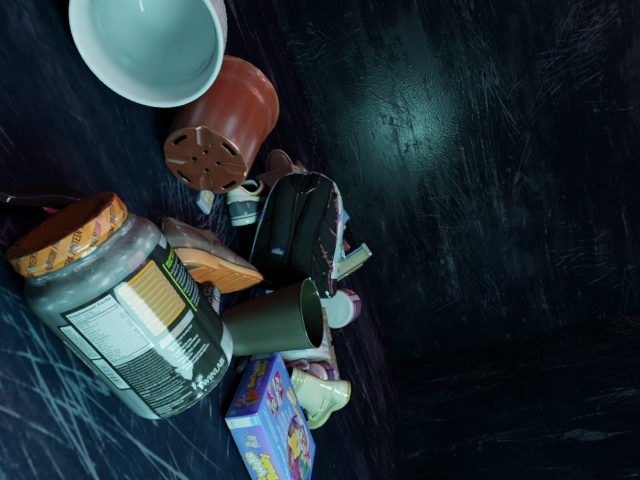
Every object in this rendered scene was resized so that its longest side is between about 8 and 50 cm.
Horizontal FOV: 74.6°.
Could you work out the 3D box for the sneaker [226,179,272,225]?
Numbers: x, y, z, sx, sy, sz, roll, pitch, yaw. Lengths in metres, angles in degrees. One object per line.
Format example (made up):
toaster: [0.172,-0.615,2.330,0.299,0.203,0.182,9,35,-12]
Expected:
sneaker: [-0.203,-0.138,1.372,0.321,0.126,0.127,-45,124,-73]

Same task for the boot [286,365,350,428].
boot: [-0.057,0.470,1.255,0.203,0.262,0.095,22,43,-18]

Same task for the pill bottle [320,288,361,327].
pill bottle: [0.097,0.309,1.960,0.301,0.169,0.169,18,57,-73]

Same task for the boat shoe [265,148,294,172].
boat shoe: [-0.141,-0.256,1.761,0.113,0.127,0.340,-94,163,-46]

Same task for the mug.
mug: [-0.378,-0.507,0.891,0.374,0.276,0.328,28,32,-28]

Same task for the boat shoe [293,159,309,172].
boat shoe: [-0.085,-0.253,1.983,0.123,0.123,0.342,52,-3,18]

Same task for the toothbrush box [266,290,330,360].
toothbrush box: [-0.077,0.255,1.414,0.216,0.126,0.295,45,31,-65]

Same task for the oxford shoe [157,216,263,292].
oxford shoe: [-0.246,0.040,1.000,0.364,0.130,0.132,42,28,-66]

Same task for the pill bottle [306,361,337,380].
pill bottle: [-0.016,0.474,1.438,0.193,0.108,0.108,39,37,-68]

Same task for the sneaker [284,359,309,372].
sneaker: [-0.071,0.400,1.282,0.047,0.119,0.057,-31,97,-47]

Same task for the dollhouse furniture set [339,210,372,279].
dollhouse furniture set: [0.000,0.000,1.503,0.303,0.198,0.286,57,-11,9]

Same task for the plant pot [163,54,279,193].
plant pot: [-0.261,-0.280,1.076,0.272,0.272,0.265,61,27,-43]

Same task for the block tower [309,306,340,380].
block tower: [-0.004,0.410,1.605,0.097,0.091,0.335,33,42,-69]

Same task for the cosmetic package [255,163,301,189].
cosmetic package: [-0.122,-0.117,1.606,0.113,0.160,0.309,-4,77,-75]

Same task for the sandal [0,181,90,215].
sandal: [-0.407,-0.057,0.617,0.179,0.067,0.040,-22,135,-77]

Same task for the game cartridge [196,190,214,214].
game cartridge: [-0.313,-0.117,1.141,0.083,0.017,0.056,-92,157,-46]

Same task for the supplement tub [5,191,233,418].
supplement tub: [-0.283,0.098,0.630,0.193,0.194,0.316,-85,155,-57]

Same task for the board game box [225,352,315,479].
board game box: [-0.111,0.489,1.059,0.233,0.078,0.347,-72,147,-68]

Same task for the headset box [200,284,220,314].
headset box: [-0.260,0.148,0.941,0.032,0.062,0.083,57,21,-49]

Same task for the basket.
basket: [-0.123,0.209,1.068,0.204,0.227,0.154,-83,153,-60]

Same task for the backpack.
backpack: [-0.059,-0.030,1.268,0.273,0.290,0.355,-23,119,-79]

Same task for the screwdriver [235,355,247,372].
screwdriver: [-0.195,0.306,1.122,0.170,0.024,0.025,-62,164,-80]
